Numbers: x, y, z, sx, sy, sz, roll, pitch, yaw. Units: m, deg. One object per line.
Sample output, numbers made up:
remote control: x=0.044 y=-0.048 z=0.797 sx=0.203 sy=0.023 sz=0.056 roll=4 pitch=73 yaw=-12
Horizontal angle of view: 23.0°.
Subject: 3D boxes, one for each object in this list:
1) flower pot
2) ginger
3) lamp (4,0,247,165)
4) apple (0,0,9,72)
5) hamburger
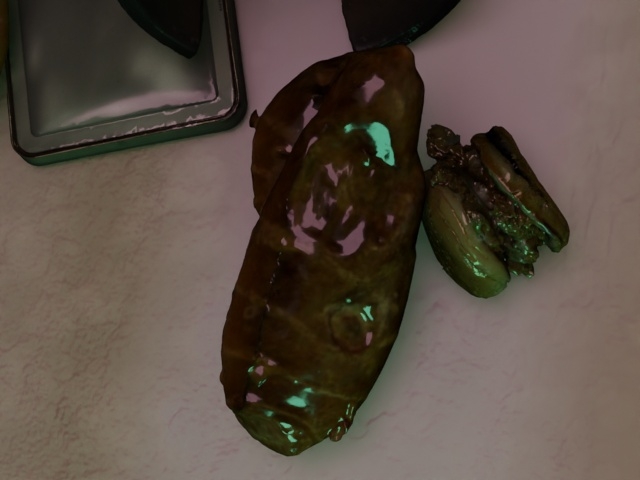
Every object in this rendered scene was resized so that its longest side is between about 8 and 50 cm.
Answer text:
flower pot: x=-0.031 y=-0.381 z=1.601 sx=0.379 sy=0.379 sz=0.251 roll=-10 pitch=57 yaw=10
ginger: x=0.000 y=0.000 z=1.574 sx=0.176 sy=0.254 sz=0.418 roll=9 pitch=99 yaw=-15
lamp: x=-0.224 y=-0.232 z=1.741 sx=0.266 sy=0.047 sz=0.269 roll=-10 pitch=76 yaw=9
apple: x=-0.462 y=-0.219 z=1.690 sx=0.241 sy=0.242 sz=0.242 roll=-13 pitch=75 yaw=17
hamburger: x=0.157 y=-0.035 z=1.560 sx=0.131 sy=0.159 sz=0.185 roll=-31 pitch=93 yaw=7
